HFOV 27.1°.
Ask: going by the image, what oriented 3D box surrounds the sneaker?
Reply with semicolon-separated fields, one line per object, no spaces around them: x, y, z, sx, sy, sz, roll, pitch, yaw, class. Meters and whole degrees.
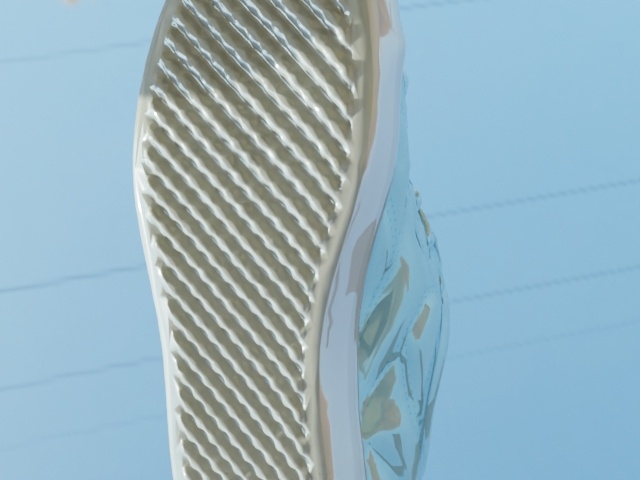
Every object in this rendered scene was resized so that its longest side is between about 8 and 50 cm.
0.000;0.000;0.675;0.135;0.366;0.150;16;-156;28;sneaker
